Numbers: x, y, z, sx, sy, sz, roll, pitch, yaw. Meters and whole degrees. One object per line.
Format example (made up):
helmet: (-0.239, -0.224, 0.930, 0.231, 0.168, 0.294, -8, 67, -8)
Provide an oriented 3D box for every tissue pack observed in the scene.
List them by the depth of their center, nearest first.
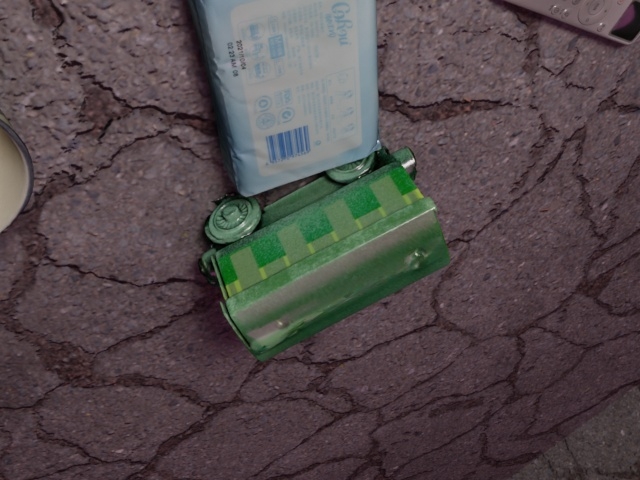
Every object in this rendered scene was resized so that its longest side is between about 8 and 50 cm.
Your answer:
tissue pack: (-0.032, -0.184, 0.801, 0.177, 0.089, 0.263, -20, 139, -11)

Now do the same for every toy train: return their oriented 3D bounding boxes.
toy train: (0.000, 0.000, 0.934, 0.301, 0.202, 0.120, -28, 137, 1)

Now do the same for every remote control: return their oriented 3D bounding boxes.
remote control: (0.315, -0.288, 0.932, 0.261, 0.029, 0.067, 5, 131, -35)

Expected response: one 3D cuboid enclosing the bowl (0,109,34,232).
bowl: (-0.380, -0.083, 0.661, 0.237, 0.126, 0.238, -21, 150, -13)
